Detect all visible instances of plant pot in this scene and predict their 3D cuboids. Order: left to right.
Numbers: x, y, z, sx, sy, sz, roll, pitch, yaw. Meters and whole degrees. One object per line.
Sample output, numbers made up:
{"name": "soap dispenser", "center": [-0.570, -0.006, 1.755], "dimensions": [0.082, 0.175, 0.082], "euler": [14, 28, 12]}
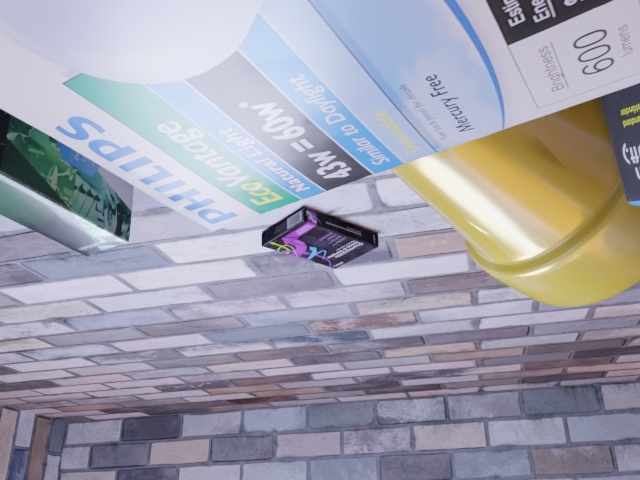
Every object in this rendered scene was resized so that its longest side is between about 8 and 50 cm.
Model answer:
{"name": "plant pot", "center": [0.198, -0.094, 0.610], "dimensions": [0.239, 0.254, 0.254], "euler": [28, 145, -20]}

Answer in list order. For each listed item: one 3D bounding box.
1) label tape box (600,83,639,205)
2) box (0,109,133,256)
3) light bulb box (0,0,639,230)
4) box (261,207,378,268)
{"name": "label tape box", "center": [0.295, -0.096, 0.386], "dimensions": [0.105, 0.334, 0.240], "euler": [-16, -178, -5]}
{"name": "box", "center": [-0.261, -0.153, 0.445], "dimensions": [0.058, 0.232, 0.322], "euler": [-18, 151, 22]}
{"name": "light bulb box", "center": [-0.039, -0.209, 0.349], "dimensions": [0.361, 0.225, 0.358], "euler": [-18, 150, 28]}
{"name": "box", "center": [0.000, 0.000, 1.012], "dimensions": [0.162, 0.029, 0.116], "euler": [17, 149, -35]}
